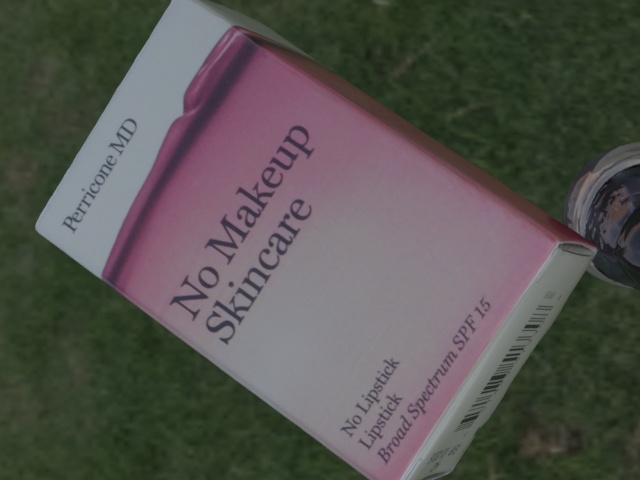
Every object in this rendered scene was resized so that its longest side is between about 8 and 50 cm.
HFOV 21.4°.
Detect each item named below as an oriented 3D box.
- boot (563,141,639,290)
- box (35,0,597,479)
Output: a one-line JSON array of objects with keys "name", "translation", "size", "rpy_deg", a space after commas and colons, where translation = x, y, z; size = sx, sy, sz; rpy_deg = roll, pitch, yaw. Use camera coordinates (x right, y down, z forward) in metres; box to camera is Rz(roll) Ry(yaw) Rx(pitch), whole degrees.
[{"name": "boot", "translation": [0.374, 0.005, 1.077], "size": [0.284, 0.377, 0.138], "rpy_deg": [-125, 36, -73]}, {"name": "box", "translation": [0.000, 0.000, 0.863], "size": [0.232, 0.127, 0.148], "rpy_deg": [34, 98, 16]}]
